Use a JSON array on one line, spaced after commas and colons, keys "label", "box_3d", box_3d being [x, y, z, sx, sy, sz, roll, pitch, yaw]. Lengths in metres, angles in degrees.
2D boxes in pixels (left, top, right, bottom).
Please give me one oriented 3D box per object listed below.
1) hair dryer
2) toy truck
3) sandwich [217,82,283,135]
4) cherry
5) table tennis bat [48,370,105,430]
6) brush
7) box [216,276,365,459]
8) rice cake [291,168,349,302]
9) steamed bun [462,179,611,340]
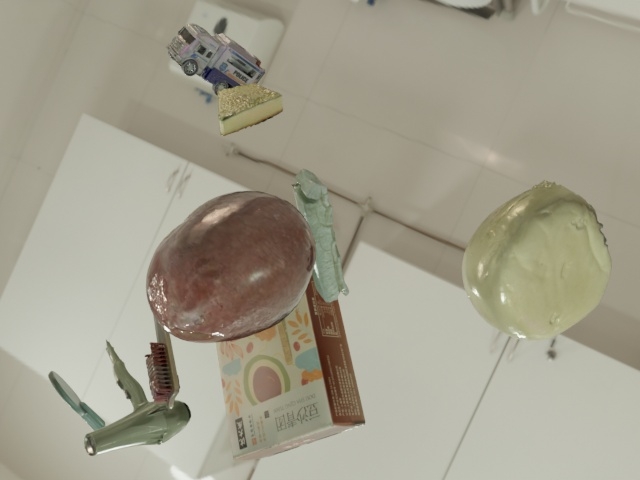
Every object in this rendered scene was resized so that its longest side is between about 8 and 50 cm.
[{"label": "hair dryer", "box_3d": [-0.426, 0.339, 1.383, 0.267, 0.092, 0.229, 36, -153, 12]}, {"label": "toy truck", "box_3d": [-0.304, -0.526, 1.958, 0.268, 0.155, 0.124, 26, -162, -50]}, {"label": "sandwich", "box_3d": [-0.214, -0.336, 1.679, 0.193, 0.058, 0.162, -31, -136, -33]}, {"label": "cherry", "box_3d": [-0.142, 0.048, 1.032, 0.221, 0.261, 0.307, 50, -142, 3]}, {"label": "table tennis bat", "box_3d": [-0.693, 0.461, 1.905, 0.149, 0.038, 0.237, 26, 151, 54]}, {"label": "brush", "box_3d": [-0.343, 0.206, 1.401, 0.050, 0.060, 0.321, 7, -144, -26]}, {"label": "box", "box_3d": [-0.093, 0.308, 1.663, 0.344, 0.386, 0.122, -30, 152, 35]}, {"label": "rice cake", "box_3d": [0.000, 0.000, 1.315, 0.066, 0.063, 0.336, 52, 164, 39]}, {"label": "steamed bun", "box_3d": [0.455, 0.048, 1.498, 0.233, 0.311, 0.334, 35, 148, 64]}]
